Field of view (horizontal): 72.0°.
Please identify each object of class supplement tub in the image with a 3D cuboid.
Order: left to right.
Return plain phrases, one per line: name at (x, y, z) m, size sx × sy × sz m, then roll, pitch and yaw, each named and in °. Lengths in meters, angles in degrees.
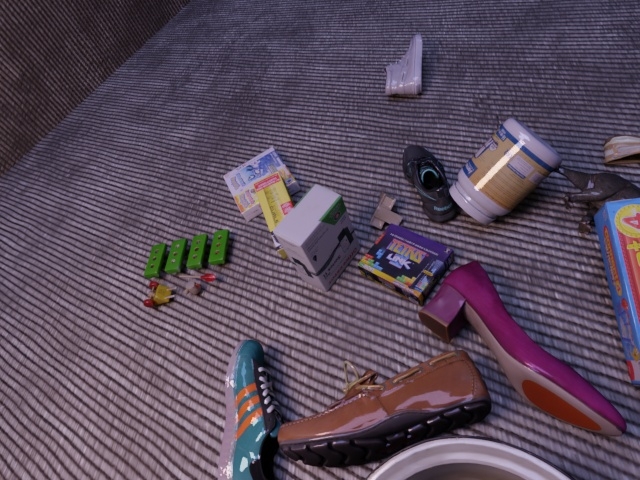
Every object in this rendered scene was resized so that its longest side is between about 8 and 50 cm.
supplement tub at (0.395, -0.146, 0.960) m, size 0.200 × 0.144 × 0.144 m, roll -51°, pitch 41°, yaw 29°

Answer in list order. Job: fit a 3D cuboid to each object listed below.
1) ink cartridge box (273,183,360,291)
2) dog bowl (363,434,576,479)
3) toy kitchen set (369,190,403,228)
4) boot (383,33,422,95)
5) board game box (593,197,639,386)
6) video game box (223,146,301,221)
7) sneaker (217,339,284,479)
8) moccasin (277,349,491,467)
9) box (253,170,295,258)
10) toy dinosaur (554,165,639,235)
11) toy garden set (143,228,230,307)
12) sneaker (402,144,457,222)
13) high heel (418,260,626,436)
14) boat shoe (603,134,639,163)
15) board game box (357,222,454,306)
ink cartridge box at (0.000, 0.000, 1.018) m, size 0.086 × 0.208 × 0.153 m, roll 27°, pitch 68°, yaw 32°
dog bowl at (0.212, 0.486, 0.573) m, size 0.407 × 0.150 × 0.408 m, roll -14°, pitch 51°, yaw 18°
toy kitchen set at (0.171, -0.071, 1.125) m, size 0.068 × 0.075 × 0.083 m, roll 26°, pitch 101°, yaw -3°
boot at (0.266, -0.569, 1.421) m, size 0.123 × 0.095 × 0.259 m, roll 0°, pitch 55°, yaw 14°
board game box at (0.648, 0.069, 0.706) m, size 0.301 × 0.086 × 0.309 m, roll -8°, pitch 73°, yaw 17°
video game box at (-0.182, -0.176, 1.338) m, size 0.187 × 0.048 × 0.205 m, roll -33°, pitch 49°, yaw -1°
sneaker at (-0.119, 0.343, 0.875) m, size 0.120 × 0.108 × 0.303 m, roll -10°, pitch 59°, yaw 15°
moccasin at (0.103, 0.295, 0.794) m, size 0.379 × 0.139 × 0.147 m, roll -25°, pitch 42°, yaw 6°
box at (-0.105, -0.071, 1.185) m, size 0.087 × 0.058 × 0.232 m, roll -24°, pitch 61°, yaw 4°
toy dinosaur at (0.607, -0.074, 0.906) m, size 0.160 × 0.121 × 0.313 m, roll -32°, pitch 43°, yaw -19°
toy garden set at (-0.368, 0.083, 1.216) m, size 0.244 × 0.049 × 0.204 m, roll -11°, pitch 49°, yaw 13°
sneaker at (0.271, -0.170, 1.105) m, size 0.101 × 0.106 × 0.268 m, roll -23°, pitch 47°, yaw 7°
high heel at (0.374, 0.167, 0.794) m, size 0.181 × 0.127 × 0.377 m, roll -41°, pitch 54°, yaw -19°
boat shoe at (0.732, -0.191, 0.964) m, size 0.189 × 0.068 × 0.072 m, roll 1°, pitch 66°, yaw 35°
board game box at (0.194, 0.050, 1.004) m, size 0.170 × 0.048 × 0.141 m, roll 27°, pitch 69°, yaw 36°
